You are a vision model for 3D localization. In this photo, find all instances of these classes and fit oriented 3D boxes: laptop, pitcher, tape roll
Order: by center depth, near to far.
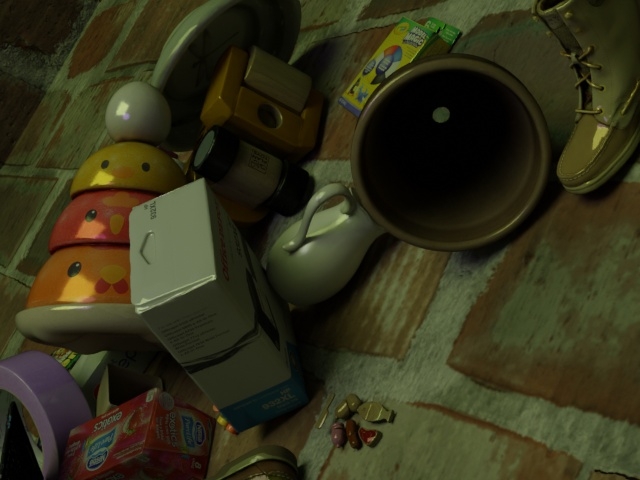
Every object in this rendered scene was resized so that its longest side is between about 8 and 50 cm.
[{"bbox_3d":[0.000,0.000,1.560,0.207,0.178,0.125,-41,52,20],"label":"pitcher"},{"bbox_3d":[-0.427,0.428,1.657,0.137,0.234,0.264,-4,44,-3],"label":"laptop"},{"bbox_3d":[-0.534,0.346,1.900,0.275,0.090,0.274,14,112,38],"label":"tape roll"}]

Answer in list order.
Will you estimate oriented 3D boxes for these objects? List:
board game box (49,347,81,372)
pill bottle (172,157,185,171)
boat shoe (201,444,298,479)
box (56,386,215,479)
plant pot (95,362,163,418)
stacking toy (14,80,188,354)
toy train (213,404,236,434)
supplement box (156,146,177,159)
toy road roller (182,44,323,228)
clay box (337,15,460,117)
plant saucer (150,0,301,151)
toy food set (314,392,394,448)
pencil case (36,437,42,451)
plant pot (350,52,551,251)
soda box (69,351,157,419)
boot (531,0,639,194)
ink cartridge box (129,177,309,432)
[{"bbox_3d":[-0.511,0.235,2.117,0.136,0.030,0.259,1,42,51],"label":"board game box"},{"bbox_3d":[-0.313,-0.078,2.130,0.119,0.119,0.208,-44,33,19],"label":"pill bottle"},{"bbox_3d":[-0.157,0.406,1.452,0.307,0.111,0.104,-41,32,24],"label":"boat shoe"},{"bbox_3d":[-0.308,0.355,1.697,0.257,0.128,0.122,-29,40,37],"label":"box"},{"bbox_3d":[-0.350,0.302,1.841,0.096,0.109,0.109,-57,28,25],"label":"plant pot"},{"bbox_3d":[-0.339,-0.048,1.787,0.351,0.351,0.479,-14,72,48],"label":"stacking toy"},{"bbox_3d":[-0.128,0.225,1.649,0.125,0.046,0.166,-36,35,31],"label":"toy train"},{"bbox_3d":[-0.381,-0.184,2.391,0.083,0.055,0.043,-22,46,44],"label":"supplement box"},{"bbox_3d":[-0.151,-0.175,1.926,0.240,0.202,0.329,-34,37,50],"label":"toy road roller"},{"bbox_3d":[0.134,-0.299,1.778,0.222,0.053,0.127,-53,31,6],"label":"clay box"},{"bbox_3d":[-0.209,-0.359,2.019,0.100,0.400,0.400,43,100,17],"label":"plant saucer"},{"bbox_3d":[0.048,0.253,1.406,0.122,0.019,0.078,14,73,50],"label":"toy food set"},{"bbox_3d":[-0.522,0.360,2.056,0.070,0.064,0.151,-45,30,43],"label":"pencil case"},{"bbox_3d":[0.171,-0.147,1.421,0.263,0.263,0.229,-45,15,18],"label":"plant pot"},{"bbox_3d":[-0.398,0.231,1.978,0.286,0.091,0.098,-55,30,1],"label":"soda box"},{"bbox_3d":[0.327,-0.210,1.270,0.262,0.203,0.095,-58,30,-7],"label":"boot"},{"bbox_3d":[-0.148,0.097,1.511,0.129,0.307,0.223,-23,42,9],"label":"ink cartridge box"}]
